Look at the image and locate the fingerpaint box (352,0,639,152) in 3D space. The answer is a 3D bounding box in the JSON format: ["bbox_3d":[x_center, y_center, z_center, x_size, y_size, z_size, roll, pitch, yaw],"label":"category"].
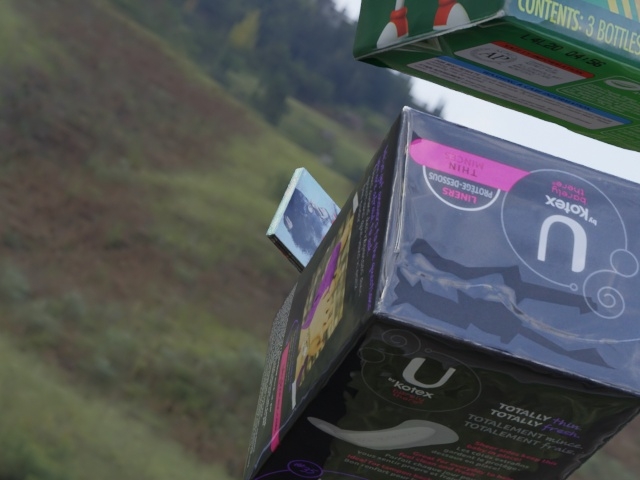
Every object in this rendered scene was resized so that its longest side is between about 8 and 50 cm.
[{"bbox_3d":[0.267,-0.253,1.265,0.445,0.371,0.163,16,-14,-33],"label":"fingerpaint box"}]

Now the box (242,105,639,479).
[{"bbox_3d":[0.071,0.067,1.073,0.165,0.143,0.270,17,-33,-11],"label":"box"}]

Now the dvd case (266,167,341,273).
[{"bbox_3d":[0.000,0.000,1.741,0.013,0.087,0.119,-10,-48,39],"label":"dvd case"}]
